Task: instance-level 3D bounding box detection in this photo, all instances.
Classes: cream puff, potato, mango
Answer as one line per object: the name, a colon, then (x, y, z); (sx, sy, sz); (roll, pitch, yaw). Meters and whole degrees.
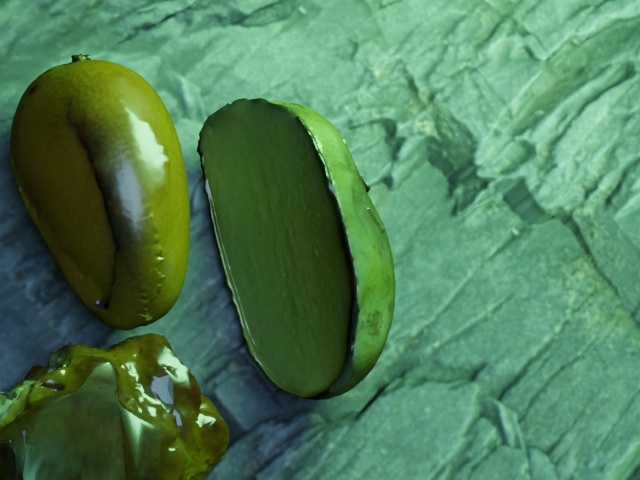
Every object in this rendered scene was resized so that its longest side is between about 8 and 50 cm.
cream puff: (-0.198, 0.201, 1.459); (0.269, 0.155, 0.241); (-5, 80, -23)
potato: (0.000, 0.000, 1.592); (0.111, 0.160, 0.271); (-8, 79, -46)
mango: (-0.178, -0.041, 1.519); (0.136, 0.166, 0.236); (-15, 83, -18)
